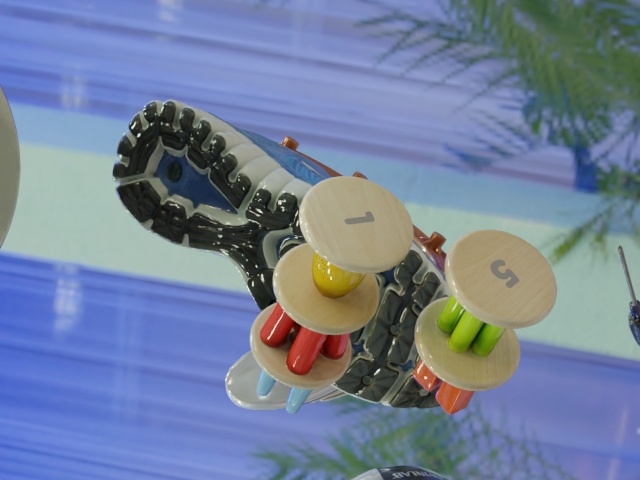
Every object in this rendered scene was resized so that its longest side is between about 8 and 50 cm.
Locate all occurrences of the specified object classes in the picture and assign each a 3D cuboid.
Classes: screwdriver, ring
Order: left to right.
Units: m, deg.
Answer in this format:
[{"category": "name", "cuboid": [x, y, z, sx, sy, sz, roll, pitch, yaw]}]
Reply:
[{"category": "ring", "cuboid": [0.062, -0.037, 1.711, 0.032, 0.336, 0.336, -56, -2, 12]}, {"category": "screwdriver", "cuboid": [0.292, 0.050, 1.261, 0.170, 0.024, 0.025, 60, 180, -45]}]

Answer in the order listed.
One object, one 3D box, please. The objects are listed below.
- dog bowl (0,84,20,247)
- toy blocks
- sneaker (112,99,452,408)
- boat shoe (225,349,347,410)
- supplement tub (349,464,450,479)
[{"category": "dog bowl", "cuboid": [-0.369, -0.057, 1.029, 0.265, 0.104, 0.265, -6, -82, -43]}, {"category": "toy blocks", "cuboid": [0.031, 0.047, 0.645, 0.148, 0.123, 0.054, 113, 178, -49]}, {"category": "sneaker", "cuboid": [0.000, 0.000, 1.028, 0.130, 0.330, 0.147, -58, -23, 18]}, {"category": "boat shoe", "cuboid": [-0.001, 0.173, 1.778, 0.096, 0.267, 0.088, 55, 153, 30]}, {"category": "supplement tub", "cuboid": [0.130, 0.365, 1.255, 0.338, 0.207, 0.207, -147, 62, -61]}]
